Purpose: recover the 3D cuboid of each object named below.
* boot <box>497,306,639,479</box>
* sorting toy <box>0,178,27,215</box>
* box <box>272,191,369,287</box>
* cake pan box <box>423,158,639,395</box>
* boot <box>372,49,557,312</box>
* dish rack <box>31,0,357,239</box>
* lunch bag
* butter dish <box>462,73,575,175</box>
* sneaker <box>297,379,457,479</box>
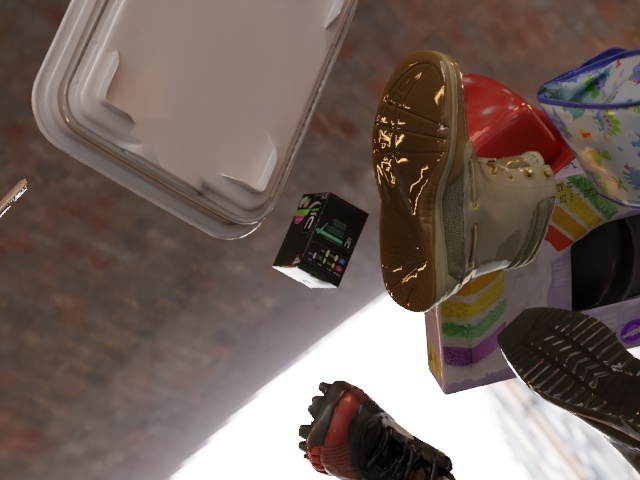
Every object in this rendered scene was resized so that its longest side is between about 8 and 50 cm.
[{"bbox_3d":[0.225,0.140,1.296,0.077,0.198,0.137,-41,-44,-15],"label":"boot"},{"bbox_3d":[-0.335,-0.031,1.792,0.083,0.012,0.062,-48,10,-6],"label":"sorting toy"},{"bbox_3d":[0.000,0.000,1.709,0.052,0.062,0.083,28,-103,-24],"label":"box"},{"bbox_3d":[0.238,0.026,1.846,0.267,0.070,0.245,-12,-57,-13],"label":"cake pan box"},{"bbox_3d":[0.123,-0.061,1.396,0.165,0.077,0.213,-18,-64,-43],"label":"boot"},{"bbox_3d":[-0.102,-0.194,1.674,0.285,0.072,0.332,31,-107,-30],"label":"dish rack"},{"bbox_3d":[0.275,-0.094,1.467,0.151,0.129,0.096,-9,38,43],"label":"lunch bag"},{"bbox_3d":[0.130,-0.097,1.556,0.160,0.160,0.118,-40,-54,-9],"label":"butter dish"},{"bbox_3d":[0.068,0.228,1.743,0.097,0.135,0.276,-61,-30,-19],"label":"sneaker"}]
